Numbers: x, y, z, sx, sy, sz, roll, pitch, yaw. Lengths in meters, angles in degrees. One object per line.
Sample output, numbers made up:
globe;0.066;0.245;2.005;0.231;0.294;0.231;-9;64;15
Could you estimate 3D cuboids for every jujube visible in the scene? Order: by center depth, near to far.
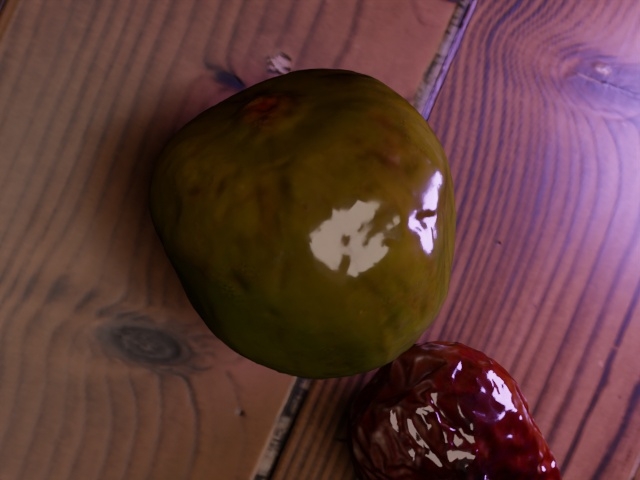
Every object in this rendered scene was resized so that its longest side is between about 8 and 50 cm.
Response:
jujube;0.176;0.270;1.792;0.216;0.216;0.342;-41;114;-13

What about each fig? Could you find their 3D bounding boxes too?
fig;-0.009;-0.006;1.624;0.343;0.343;0.343;-3;97;-22
